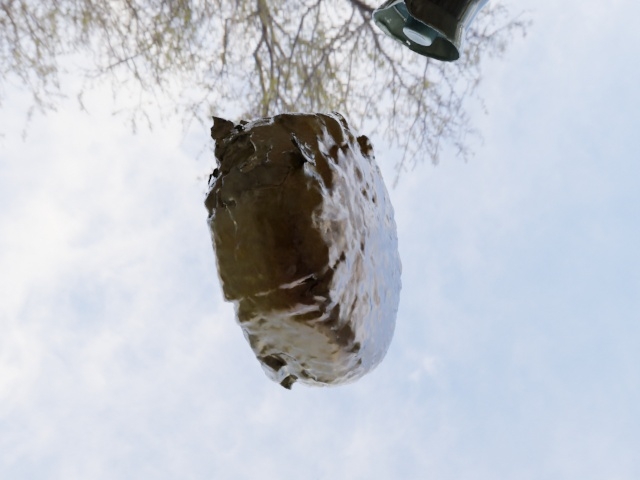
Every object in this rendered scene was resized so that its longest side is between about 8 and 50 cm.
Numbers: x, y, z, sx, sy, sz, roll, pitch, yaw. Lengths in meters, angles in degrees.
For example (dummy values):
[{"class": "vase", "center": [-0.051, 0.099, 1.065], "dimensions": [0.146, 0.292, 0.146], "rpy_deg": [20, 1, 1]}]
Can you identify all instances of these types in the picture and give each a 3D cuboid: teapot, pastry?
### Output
[{"class": "teapot", "center": [0.182, -0.358, 1.108], "dimensions": [0.171, 0.203, 0.225], "rpy_deg": [28, -92, 22]}, {"class": "pastry", "center": [0.000, 0.000, 0.918], "dimensions": [0.137, 0.330, 0.329], "rpy_deg": [-10, -108, 25]}]
